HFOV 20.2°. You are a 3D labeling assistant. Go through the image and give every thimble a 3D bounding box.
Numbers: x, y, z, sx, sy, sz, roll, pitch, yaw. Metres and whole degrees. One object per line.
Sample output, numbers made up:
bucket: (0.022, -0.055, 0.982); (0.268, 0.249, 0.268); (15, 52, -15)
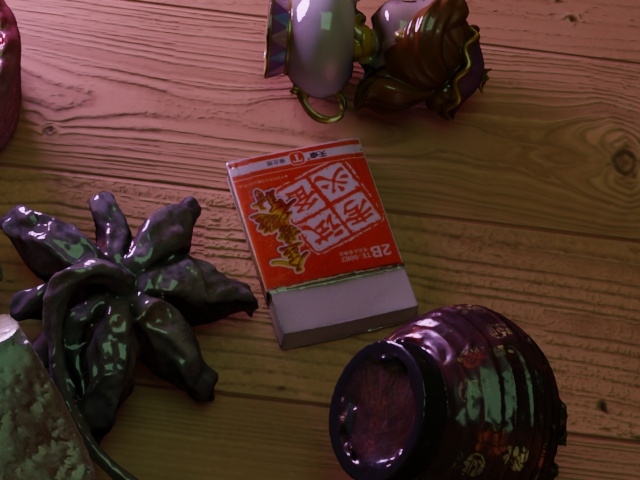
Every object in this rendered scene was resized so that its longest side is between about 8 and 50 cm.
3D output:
thimble: (-0.414, -0.182, 1.995); (0.163, 0.125, 0.190); (4, 59, -4)

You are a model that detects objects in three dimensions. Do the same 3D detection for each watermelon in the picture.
watermelon: (-0.328, 0.217, 1.751); (0.201, 0.213, 0.262); (37, 67, -3)

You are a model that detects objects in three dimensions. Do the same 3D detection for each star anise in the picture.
star anise: (-0.191, 0.074, 1.860); (0.359, 0.139, 0.316); (35, 65, 5)

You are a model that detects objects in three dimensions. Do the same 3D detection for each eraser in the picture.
eraser: (0.000, 0.000, 1.978); (0.157, 0.038, 0.230); (-11, 60, -12)

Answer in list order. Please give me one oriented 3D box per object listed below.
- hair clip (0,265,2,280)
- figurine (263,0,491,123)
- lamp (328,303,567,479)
hair clip: (-0.399, 0.048, 1.879); (0.116, 0.049, 0.172); (-41, 39, -21)
figurine: (0.067, -0.222, 2.062); (0.263, 0.142, 0.190); (5, 91, -4)
lamp: (0.136, 0.183, 1.781); (0.247, 0.247, 0.247); (2, 59, -4)
